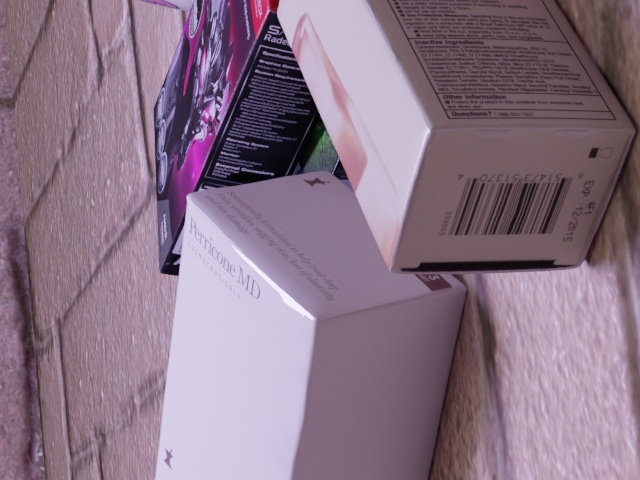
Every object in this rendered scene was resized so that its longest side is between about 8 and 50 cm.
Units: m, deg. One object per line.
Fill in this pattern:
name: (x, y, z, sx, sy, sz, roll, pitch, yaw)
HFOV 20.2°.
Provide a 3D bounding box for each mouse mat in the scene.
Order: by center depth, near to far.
mouse mat: (0.006, -0.136, 1.627, 0.189, 0.007, 0.152, -105, 32, -54)

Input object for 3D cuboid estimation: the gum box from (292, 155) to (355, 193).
gum box: (0.000, 0.000, 1.681, 0.184, 0.041, 0.156, -145, 55, -65)

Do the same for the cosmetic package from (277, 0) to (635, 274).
cosmetic package: (0.083, -0.120, 1.258, 0.296, 0.153, 0.129, -110, 27, -45)

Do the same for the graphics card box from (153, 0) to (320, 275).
graphics card box: (-0.069, -0.160, 1.696, 0.371, 0.094, 0.232, 116, 155, -47)

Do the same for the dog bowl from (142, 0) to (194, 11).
dog bowl: (-0.188, -0.436, 1.849, 0.408, 0.150, 0.407, 180, 90, -88)

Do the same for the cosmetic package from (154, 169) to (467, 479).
cosmetic package: (-0.022, 0.158, 1.534, 0.217, 0.156, 0.385, 40, 133, 46)
